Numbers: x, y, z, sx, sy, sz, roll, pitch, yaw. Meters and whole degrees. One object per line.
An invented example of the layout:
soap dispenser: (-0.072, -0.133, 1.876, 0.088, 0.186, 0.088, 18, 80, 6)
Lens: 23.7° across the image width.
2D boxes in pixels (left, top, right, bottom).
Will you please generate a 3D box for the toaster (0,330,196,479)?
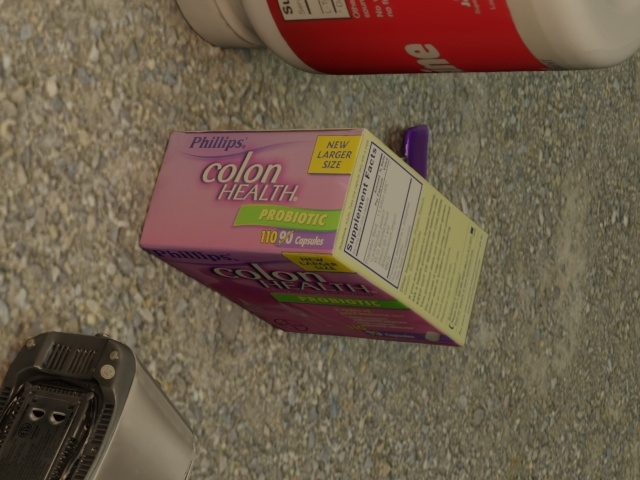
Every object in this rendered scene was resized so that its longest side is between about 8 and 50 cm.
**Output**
toaster: (-0.194, 0.195, 1.214, 0.146, 0.129, 0.227, 52, 51, -46)

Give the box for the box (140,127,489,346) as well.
box: (0.000, 0.000, 1.399, 0.243, 0.213, 0.117, 36, 63, -50)

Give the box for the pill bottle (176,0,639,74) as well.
pill bottle: (0.074, -0.257, 1.317, 0.229, 0.407, 0.229, -6, 98, -54)

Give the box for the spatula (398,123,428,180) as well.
spatula: (0.049, -0.079, 1.623, 0.296, 0.030, 0.084, -8, 102, -55)
